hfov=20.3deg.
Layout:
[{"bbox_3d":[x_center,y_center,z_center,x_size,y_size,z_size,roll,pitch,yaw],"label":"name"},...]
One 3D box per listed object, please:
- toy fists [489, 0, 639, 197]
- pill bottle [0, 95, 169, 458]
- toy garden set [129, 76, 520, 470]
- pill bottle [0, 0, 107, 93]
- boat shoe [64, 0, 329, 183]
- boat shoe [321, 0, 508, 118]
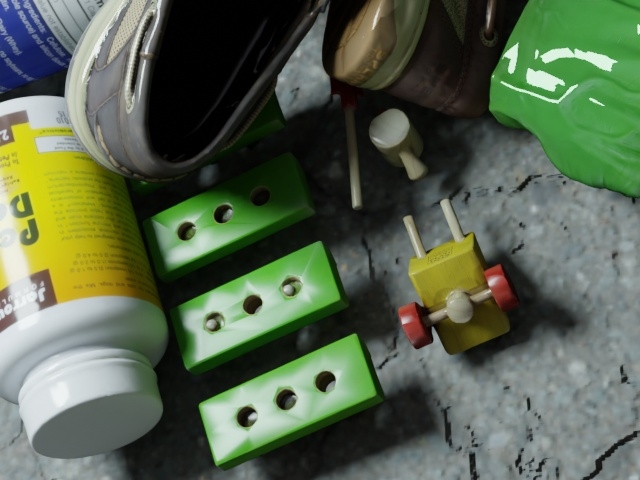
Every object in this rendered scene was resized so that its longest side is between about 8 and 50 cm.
[{"bbox_3d":[0.227,-0.152,1.074,0.142,0.096,0.279,26,80,37],"label":"toy fists"},{"bbox_3d":[-0.166,0.024,1.126,0.117,0.117,0.215,-24,62,9],"label":"pill bottle"},{"bbox_3d":[0.000,0.000,1.119,0.204,0.049,0.244,-25,61,11],"label":"toy garden set"},{"bbox_3d":[-0.178,-0.194,1.205,0.265,0.153,0.153,-19,63,11],"label":"pill bottle"},{"bbox_3d":[-0.026,-0.187,1.071,0.355,0.132,0.130,-65,29,5],"label":"boat shoe"},{"bbox_3d":[0.099,-0.234,1.155,0.123,0.123,0.342,21,62,-17],"label":"boat shoe"}]
